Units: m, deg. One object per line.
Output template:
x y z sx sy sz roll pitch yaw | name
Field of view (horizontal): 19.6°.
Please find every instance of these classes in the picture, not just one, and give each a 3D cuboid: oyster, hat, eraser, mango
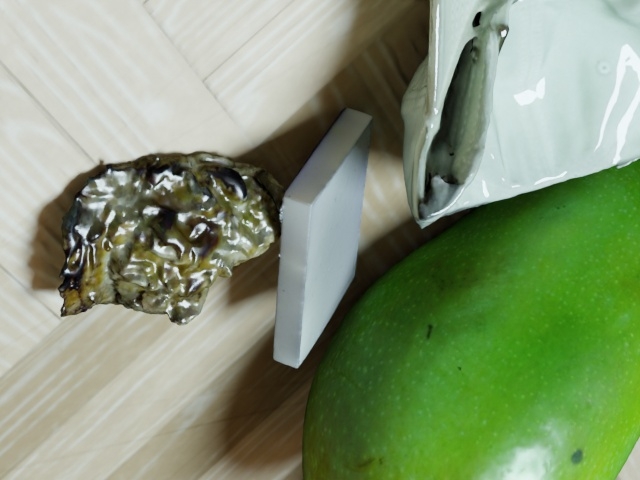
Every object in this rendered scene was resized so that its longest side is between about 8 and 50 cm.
-0.088 -0.001 1.163 0.177 0.056 0.105 -6 113 -42 | oyster
0.146 -0.154 1.192 0.258 0.168 0.301 -15 114 -12 | hat
0.000 0.000 1.234 0.104 0.023 0.150 -57 160 -44 | eraser
0.129 0.088 1.338 0.382 0.225 0.201 -57 155 -14 | mango
